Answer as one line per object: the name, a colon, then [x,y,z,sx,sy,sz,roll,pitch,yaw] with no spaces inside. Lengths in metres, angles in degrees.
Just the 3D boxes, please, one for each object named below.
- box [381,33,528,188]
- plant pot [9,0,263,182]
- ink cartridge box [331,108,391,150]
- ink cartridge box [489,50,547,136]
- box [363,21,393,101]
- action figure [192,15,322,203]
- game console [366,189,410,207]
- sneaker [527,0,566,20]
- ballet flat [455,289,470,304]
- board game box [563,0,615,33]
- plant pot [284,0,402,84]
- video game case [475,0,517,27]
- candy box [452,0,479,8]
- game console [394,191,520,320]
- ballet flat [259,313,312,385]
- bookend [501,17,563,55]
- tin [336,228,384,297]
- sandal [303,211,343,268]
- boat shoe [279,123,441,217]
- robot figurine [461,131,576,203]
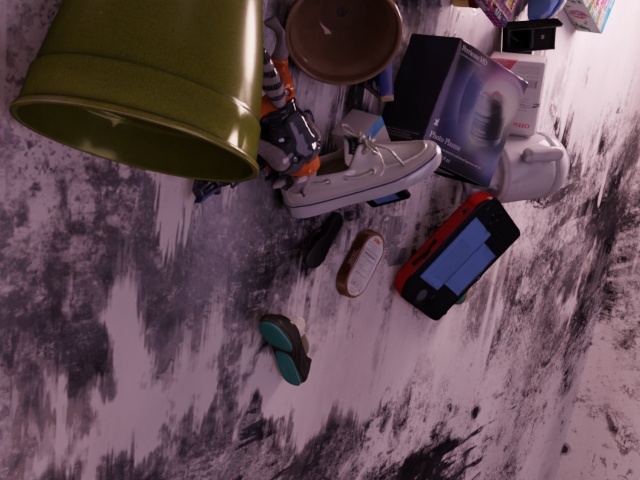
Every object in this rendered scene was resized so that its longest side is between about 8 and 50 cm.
box: [0.328,-0.322,1.802,0.296,0.183,0.294,17,94,-40]
plant pot: [-0.238,-0.309,1.095,0.366,0.366,0.353,20,78,-52]
ink cartridge box: [0.105,-0.223,1.701,0.090,0.092,0.143,-50,137,-22]
ink cartridge box: [0.556,-0.421,2.067,0.092,0.159,0.217,-52,148,-56]
box: [0.126,-0.436,1.601,0.037,0.136,0.225,-9,118,-12]
action figure: [-0.113,-0.209,1.394,0.341,0.179,0.330,-49,128,-26]
game console: [0.120,-0.102,1.718,0.124,0.144,0.085,40,61,-25]
sneaker: [0.647,-0.798,2.079,0.147,0.130,0.330,3,101,-35]
ballet flat: [0.469,0.109,2.314,0.206,0.073,0.067,-64,169,-2]
board game box: [0.864,-0.840,2.316,0.303,0.097,0.224,21,90,-52]
plant pot: [0.045,-0.448,1.477,0.237,0.237,0.109,62,18,-44]
video game case: [0.447,-0.683,1.795,0.232,0.042,0.210,23,90,-51]
candy box: [0.449,-0.762,1.867,0.316,0.088,0.183,-44,136,-26]
game console: [0.412,0.056,2.118,0.386,0.060,0.342,-47,140,6]
ballet flat: [-0.077,0.236,1.705,0.096,0.095,0.280,-56,151,-31]
bookend: [0.612,-0.557,2.091,0.072,0.156,0.157,-85,171,-60]
tin: [0.107,0.062,1.878,0.106,0.040,0.189,38,76,-55]
sandal: [0.000,0.000,1.729,0.179,0.040,0.067,-57,148,-37]
boat shoe: [0.080,-0.181,1.571,0.367,0.136,0.156,-17,124,2]
robot figurine: [0.584,-0.216,2.133,0.354,0.300,0.199,-9,84,-21]
